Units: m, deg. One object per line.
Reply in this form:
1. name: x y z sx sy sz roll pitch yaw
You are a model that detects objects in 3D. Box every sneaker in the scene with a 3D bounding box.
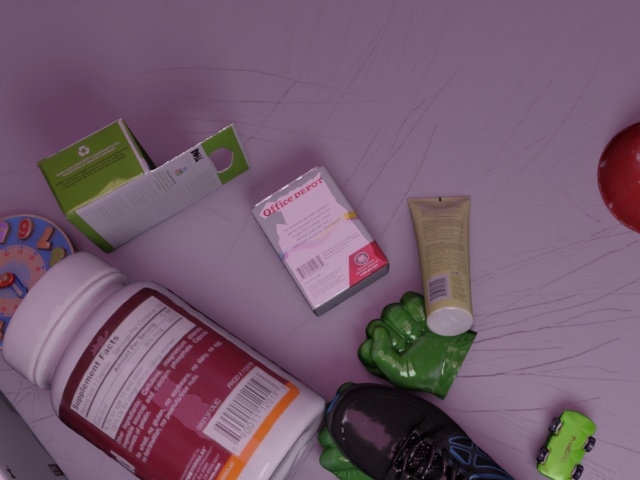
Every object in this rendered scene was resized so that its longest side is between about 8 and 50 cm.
1. sneaker: 0.161 0.288 1.192 0.341 0.139 0.125 32 83 4

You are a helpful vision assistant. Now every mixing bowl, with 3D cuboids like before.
1. mixing bowl: 0.491 -0.103 1.353 0.181 0.098 0.181 -1 76 5

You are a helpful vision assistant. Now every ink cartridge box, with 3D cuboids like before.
1. ink cartridge box: -0.240 -0.104 1.368 0.255 0.189 0.097 -30 75 -4
2. ink cartridge box: 0.000 0.000 1.381 0.127 0.072 0.175 -32 76 -3

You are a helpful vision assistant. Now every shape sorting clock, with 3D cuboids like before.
1. shape sorting clock: -0.452 0.058 1.409 0.206 0.040 0.206 -4 74 14

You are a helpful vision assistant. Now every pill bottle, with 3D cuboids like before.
1. pill bottle: -0.210 0.195 1.274 0.392 0.224 0.224 33 81 12

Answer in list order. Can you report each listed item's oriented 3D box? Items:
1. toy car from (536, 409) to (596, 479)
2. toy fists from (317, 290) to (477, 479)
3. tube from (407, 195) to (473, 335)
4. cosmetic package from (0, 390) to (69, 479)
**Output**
1. toy car: 0.302 0.336 1.288 0.239 0.053 0.225 27 80 9
2. toy fists: 0.096 0.203 1.315 0.142 0.096 0.279 26 82 11
3. tube: 0.173 0.023 1.337 0.070 0.062 0.240 28 40 -26
4. cosmetic package: -0.476 0.301 1.279 0.156 0.217 0.385 -39 79 -4
